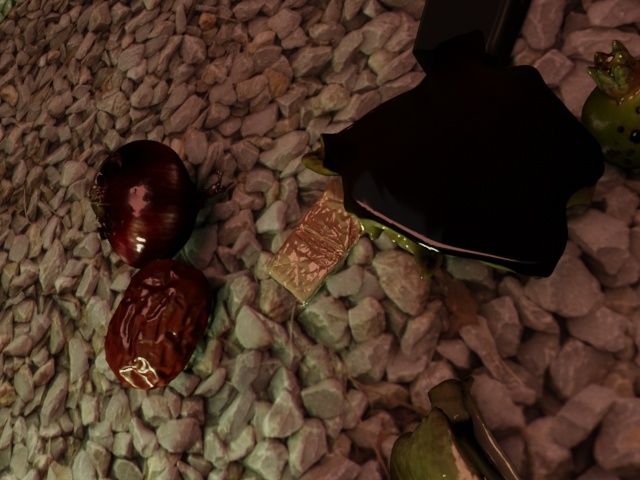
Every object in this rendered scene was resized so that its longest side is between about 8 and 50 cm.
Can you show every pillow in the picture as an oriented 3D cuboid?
[{"bbox_3d":[0.000,0.000,0.930,0.126,0.043,0.232,39,92,26],"label":"pillow"}]

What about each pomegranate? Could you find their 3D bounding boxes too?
[{"bbox_3d":[0.432,-0.182,0.674,0.159,0.205,0.159,-37,37,34],"label":"pomegranate"}]

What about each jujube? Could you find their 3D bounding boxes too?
[{"bbox_3d":[-0.311,0.160,0.967,0.174,0.174,0.251,24,95,31],"label":"jujube"}]

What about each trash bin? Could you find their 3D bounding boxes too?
[{"bbox_3d":[0.270,-0.410,0.872,0.165,0.115,0.226,17,85,31],"label":"trash bin"}]

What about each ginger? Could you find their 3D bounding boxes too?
[{"bbox_3d":[0.207,-0.110,0.790,0.413,0.211,0.358,37,80,22],"label":"ginger"}]

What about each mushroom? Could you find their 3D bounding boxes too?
[{"bbox_3d":[0.172,0.333,0.636,0.211,0.217,0.292,-27,65,22],"label":"mushroom"}]

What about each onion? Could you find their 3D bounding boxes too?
[{"bbox_3d":[-0.334,-0.076,1.053,0.273,0.285,0.273,13,106,59],"label":"onion"}]
